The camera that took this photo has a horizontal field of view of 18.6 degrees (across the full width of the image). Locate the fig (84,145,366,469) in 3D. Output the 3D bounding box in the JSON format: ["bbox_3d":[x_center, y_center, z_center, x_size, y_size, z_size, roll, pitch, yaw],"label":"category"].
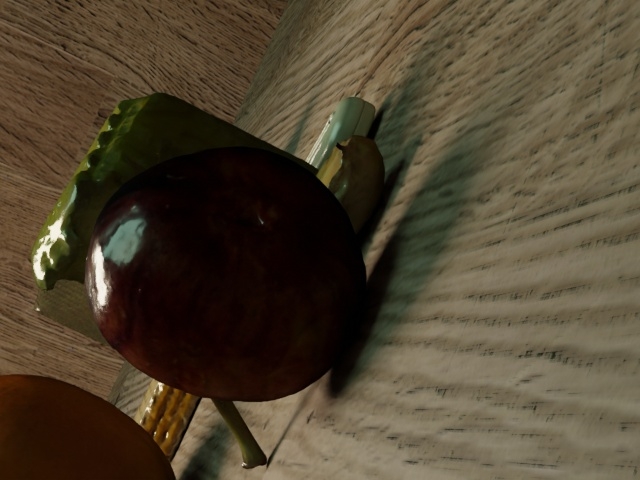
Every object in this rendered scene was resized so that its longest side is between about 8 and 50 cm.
[{"bbox_3d":[-0.081,0.042,1.460,0.249,0.204,0.186,124,151,-61],"label":"fig"}]

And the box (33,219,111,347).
[{"bbox_3d":[-0.205,-0.008,2.366,0.273,0.184,0.143,-57,-10,-45],"label":"box"}]

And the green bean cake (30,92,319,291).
[{"bbox_3d":[-0.114,-0.009,1.736,0.124,0.236,0.233,-59,7,35],"label":"green bean cake"}]

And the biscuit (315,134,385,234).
[{"bbox_3d":[0.000,0.000,1.593,0.183,0.061,0.118,-63,6,2],"label":"biscuit"}]

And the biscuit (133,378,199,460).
[{"bbox_3d":[-0.125,0.084,2.225,0.094,0.054,0.378,-149,84,-83],"label":"biscuit"}]

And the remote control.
[{"bbox_3d":[-0.005,-0.055,1.872,0.221,0.042,0.078,123,168,-47],"label":"remote control"}]

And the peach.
[{"bbox_3d":[-0.312,0.286,1.908,0.342,0.302,0.343,-63,6,12],"label":"peach"}]
